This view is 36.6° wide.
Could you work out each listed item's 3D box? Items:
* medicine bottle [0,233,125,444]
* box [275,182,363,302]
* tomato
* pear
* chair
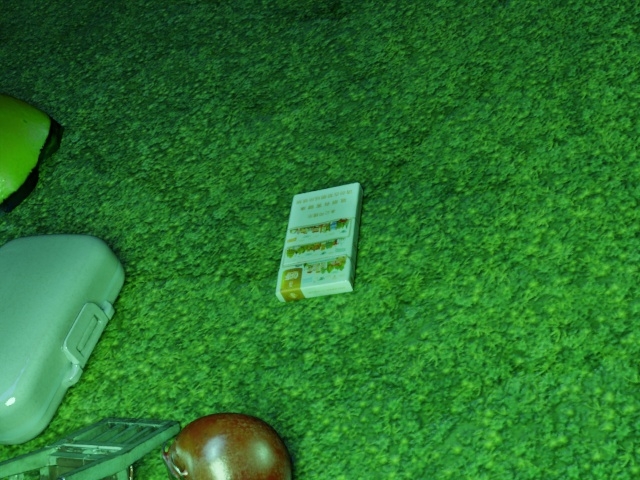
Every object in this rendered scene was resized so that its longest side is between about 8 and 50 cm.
[{"bbox_3d":[-0.485,0.148,1.561,0.283,0.123,0.375,-1,46,24],"label":"medicine bottle"},{"bbox_3d":[0.000,0.001,1.536,0.122,0.032,0.220,-10,43,18],"label":"box"},{"bbox_3d":[-0.112,0.291,1.207,0.167,0.167,0.167,-14,42,13],"label":"tomato"},{"bbox_3d":[-0.755,-0.193,2.023,0.399,0.165,0.398,-14,42,13],"label":"pear"},{"bbox_3d":[-0.306,0.339,1.284,0.136,0.147,0.270,-1,3,23],"label":"chair"}]
